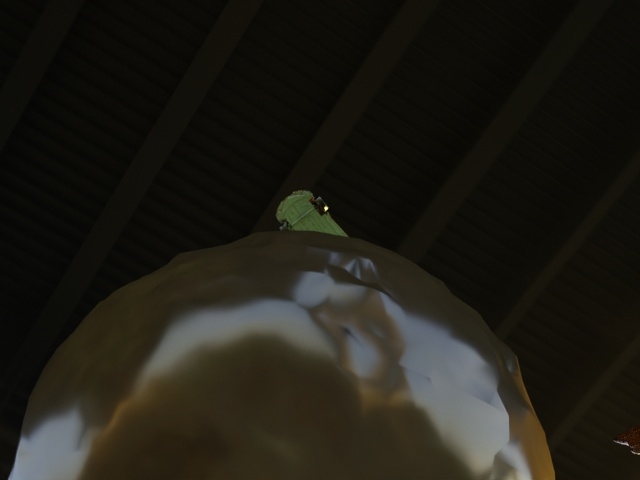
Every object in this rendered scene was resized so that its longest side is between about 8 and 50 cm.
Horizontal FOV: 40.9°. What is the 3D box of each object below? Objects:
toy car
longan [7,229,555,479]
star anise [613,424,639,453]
[{"bbox_3d":[0.000,0.000,0.955,0.059,0.035,0.122,-38,-100,1],"label":"toy car"},{"bbox_3d":[-0.017,0.195,0.641,0.404,0.436,0.404,-5,-111,12],"label":"longan"},{"bbox_3d":[0.463,0.223,1.048,0.144,0.158,0.140,-28,-30,-31],"label":"star anise"}]
